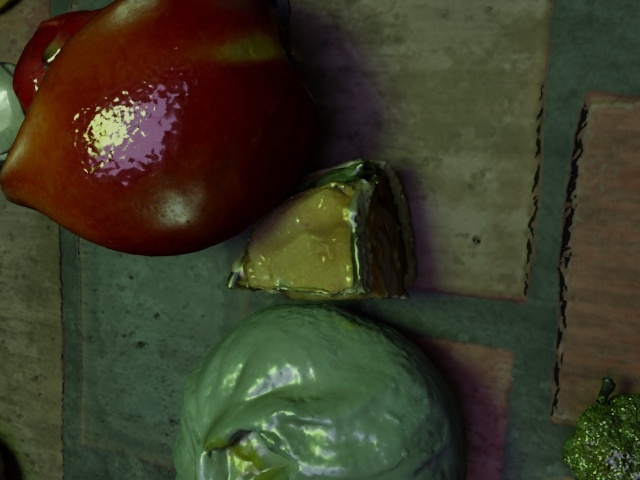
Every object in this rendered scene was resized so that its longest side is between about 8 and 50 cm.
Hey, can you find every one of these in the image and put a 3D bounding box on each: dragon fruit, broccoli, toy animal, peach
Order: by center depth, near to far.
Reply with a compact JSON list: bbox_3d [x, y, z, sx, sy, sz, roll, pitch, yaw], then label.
[{"bbox_3d":[0.298,0.217,0.642,0.131,0.130,0.120,34,156,-13],"label":"broccoli"},{"bbox_3d":[-0.160,-0.106,0.660,0.362,0.201,0.257,-28,125,-6],"label":"peach"},{"bbox_3d":[-0.278,-0.192,0.791,0.210,0.172,0.172,-30,85,9],"label":"dragon fruit"},{"bbox_3d":[-0.487,-0.146,0.905,0.283,0.138,0.140,-16,96,25],"label":"toy animal"}]

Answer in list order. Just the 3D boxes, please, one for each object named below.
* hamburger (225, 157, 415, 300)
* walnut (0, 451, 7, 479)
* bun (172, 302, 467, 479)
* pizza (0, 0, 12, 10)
[{"bbox_3d":[0.000,0.000,0.743,0.208,0.135,0.155,-12,77,38],"label":"hamburger"},{"bbox_3d":[-0.613,0.408,0.990,0.248,0.248,0.248,3,99,23],"label":"walnut"},{"bbox_3d":[-0.020,0.248,0.724,0.362,0.211,0.361,4,98,25],"label":"bun"},{"bbox_3d":[-0.467,-0.378,0.918,0.160,0.036,0.099,-23,88,24],"label":"pizza"}]
